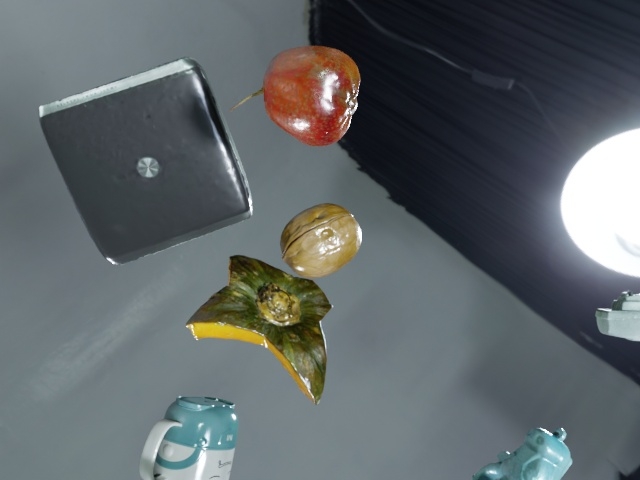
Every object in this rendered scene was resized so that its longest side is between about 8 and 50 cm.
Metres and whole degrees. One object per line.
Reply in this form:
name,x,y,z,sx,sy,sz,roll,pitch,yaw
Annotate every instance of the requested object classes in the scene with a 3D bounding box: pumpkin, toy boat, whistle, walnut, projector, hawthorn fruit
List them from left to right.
projector,-0.408,-0.195,1.286,0.395,0.242,0.405,-21,108,-5
pumpkin,-0.094,0.154,1.042,0.095,0.290,0.258,-63,-178,37
hawthorn fruit,-0.040,-0.248,0.856,0.162,0.204,0.162,17,90,-79
walnut,0.000,0.000,1.236,0.207,0.167,0.167,-26,149,-17
whistle,0.385,0.473,0.988,0.274,0.093,0.186,-55,-170,1
toy boat,0.599,0.123,0.848,0.078,0.261,0.085,25,66,-79

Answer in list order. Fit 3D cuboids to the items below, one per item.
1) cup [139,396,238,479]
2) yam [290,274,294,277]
cup,-0.360,0.565,1.401,0.290,0.219,0.257,29,70,-57
yam,-0.194,0.185,1.667,0.327,0.045,0.045,-28,169,-49
